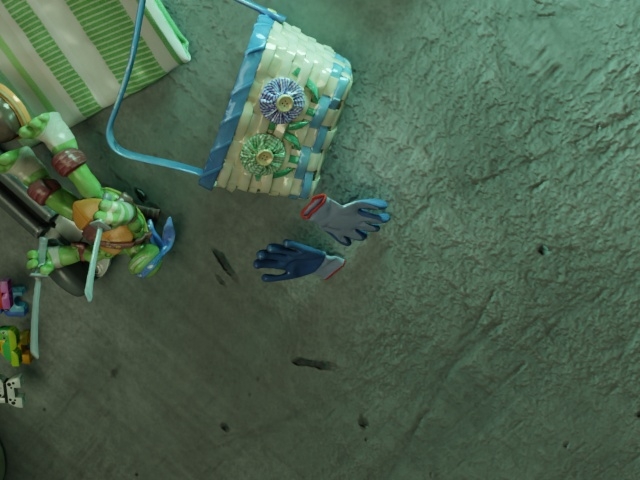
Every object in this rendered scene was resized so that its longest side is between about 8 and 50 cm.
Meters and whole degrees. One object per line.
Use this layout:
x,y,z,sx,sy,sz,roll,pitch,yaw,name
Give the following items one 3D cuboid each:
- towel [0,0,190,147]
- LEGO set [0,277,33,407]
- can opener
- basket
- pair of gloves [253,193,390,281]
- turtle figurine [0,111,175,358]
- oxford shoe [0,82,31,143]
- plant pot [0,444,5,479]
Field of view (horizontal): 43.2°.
-0.372,-0.288,1.141,0.325,0.038,0.248,-22,119,20,towel
-0.539,0.158,1.339,0.093,0.087,0.227,0,109,-2,LEGO set
-0.440,-0.037,1.254,0.280,0.093,0.074,45,114,2,can opener
-0.114,-0.194,1.051,0.289,0.201,0.254,18,113,-3,basket
0.000,0.000,1.131,0.198,0.159,0.023,-42,54,28,pair of gloves
-0.360,-0.027,1.132,0.266,0.275,0.198,51,156,-1,turtle figurine
-0.585,-0.168,1.185,0.364,0.132,0.130,4,133,24,oxford shoe
-0.714,0.437,1.362,0.334,0.305,0.333,5,109,13,plant pot
